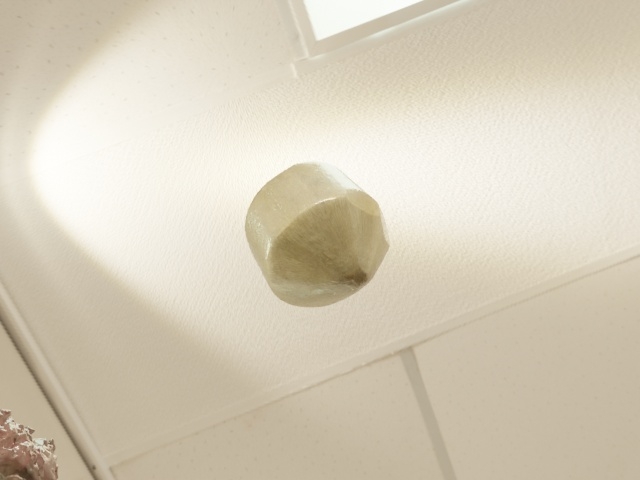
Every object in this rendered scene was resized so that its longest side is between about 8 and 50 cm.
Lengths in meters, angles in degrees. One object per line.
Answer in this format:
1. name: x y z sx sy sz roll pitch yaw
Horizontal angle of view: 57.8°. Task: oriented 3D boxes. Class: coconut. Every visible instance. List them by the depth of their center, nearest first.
1. coconut: 0.000 0.000 1.017 0.237 0.266 0.238 -12 -56 -19

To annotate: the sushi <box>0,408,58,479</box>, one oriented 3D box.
1. sushi: -0.390 0.258 0.596 0.241 0.107 0.161 -24 -50 3
